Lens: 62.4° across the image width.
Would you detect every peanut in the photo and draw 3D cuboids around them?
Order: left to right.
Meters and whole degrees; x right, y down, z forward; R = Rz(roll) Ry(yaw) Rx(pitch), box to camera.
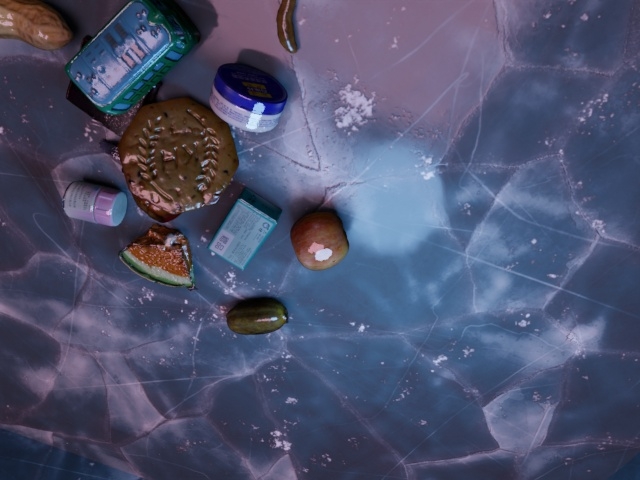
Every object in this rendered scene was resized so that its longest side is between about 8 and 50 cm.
[{"bbox_3d":[-0.850,-0.622,1.487,0.312,0.149,0.149,19,123,-3],"label":"peanut"}]

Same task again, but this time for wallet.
[{"bbox_3d":[-0.632,-0.454,1.600,0.262,0.071,0.221,33,122,-4],"label":"wallet"}]

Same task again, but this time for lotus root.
[{"bbox_3d":[-0.235,0.281,1.950,0.240,0.124,0.123,-12,129,17],"label":"lotus root"}]

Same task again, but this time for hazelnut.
[{"bbox_3d":[-0.491,-0.166,1.687,0.207,0.208,0.208,5,122,7],"label":"hazelnut"}]

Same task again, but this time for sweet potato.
[{"bbox_3d":[-0.092,-0.599,1.421,0.054,0.053,0.182,30,129,39],"label":"sweet potato"}]

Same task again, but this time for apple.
[{"bbox_3d":[0.000,0.000,1.698,0.173,0.188,0.188,-18,117,8],"label":"apple"}]

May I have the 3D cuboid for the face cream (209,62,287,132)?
[{"bbox_3d":[-0.203,-0.395,1.474,0.205,0.206,0.111,23,126,-5],"label":"face cream"}]

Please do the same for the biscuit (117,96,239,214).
[{"bbox_3d":[-0.422,-0.255,1.586,0.358,0.046,0.360,0,92,-13],"label":"biscuit"}]

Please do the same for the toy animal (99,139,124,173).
[{"bbox_3d":[-0.620,-0.274,1.710,0.220,0.062,0.108,16,124,7],"label":"toy animal"}]

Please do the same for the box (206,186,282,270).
[{"bbox_3d":[-0.255,-0.036,1.776,0.153,0.092,0.245,33,120,-10],"label":"box"}]

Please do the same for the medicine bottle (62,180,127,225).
[{"bbox_3d":[-0.759,-0.123,1.786,0.168,0.135,0.135,14,123,3],"label":"medicine bottle"}]

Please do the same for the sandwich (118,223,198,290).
[{"bbox_3d":[-0.564,0.051,1.881,0.291,0.109,0.212,9,116,2],"label":"sandwich"}]

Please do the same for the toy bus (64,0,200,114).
[{"bbox_3d":[-0.511,-0.505,1.424,0.343,0.199,0.184,-39,103,13],"label":"toy bus"}]
